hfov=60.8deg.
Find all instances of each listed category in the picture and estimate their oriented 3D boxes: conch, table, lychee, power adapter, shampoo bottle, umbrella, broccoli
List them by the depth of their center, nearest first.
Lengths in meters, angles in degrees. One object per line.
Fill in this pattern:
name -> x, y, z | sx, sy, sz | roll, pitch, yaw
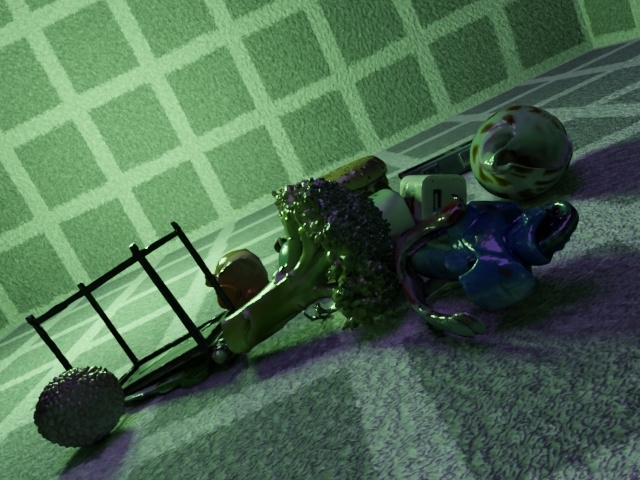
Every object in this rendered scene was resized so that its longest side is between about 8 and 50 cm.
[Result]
lychee -> -0.478, 0.335, 1.106 | 0.165, 0.165, 0.197 | -22, -25, 17
broccoli -> -0.039, 0.038, 1.139 | 0.397, 0.275, 0.353 | -35, 17, 35
umbrella -> -0.208, 0.233, 1.195 | 0.067, 0.062, 0.143 | -5, 9, 4
table -> -0.425, 0.169, 1.268 | 0.335, 0.272, 0.222 | -31, 9, 16
conch -> 0.493, -0.209, 1.311 | 0.368, 0.197, 0.249 | -35, 48, -28
shampoo bottle -> 0.057, 0.007, 1.386 | 0.349, 0.151, 0.222 | -29, 11, -10
power adapter -> 0.274, -0.107, 1.423 | 0.125, 0.130, 0.205 | -4, 6, -15

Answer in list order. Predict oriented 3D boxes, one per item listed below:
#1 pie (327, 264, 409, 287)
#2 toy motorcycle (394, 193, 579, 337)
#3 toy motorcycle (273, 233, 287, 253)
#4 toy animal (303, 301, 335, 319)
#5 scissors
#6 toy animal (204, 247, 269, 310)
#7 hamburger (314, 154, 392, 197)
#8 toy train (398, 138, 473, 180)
pie -> 0.112, 0.078, 1.212 | 0.185, 0.052, 0.218 | -31, 12, -16
toy motorcycle -> 0.260, 0.045, 0.891 | 0.182, 0.241, 0.319 | 13, -4, -20
toy motorcycle -> -0.074, 0.012, 1.783 | 0.130, 0.094, 0.229 | -34, 27, -14
toy animal -> -0.003, 0.152, 1.187 | 0.084, 0.028, 0.050 | -23, 4, 15
scissors -> -0.334, 0.313, 1.191 | 0.204, 0.027, 0.101 | -24, 11, 1
toy animal -> -0.223, 0.106, 1.508 | 0.195, 0.169, 0.281 | 15, -2, -13
hamburger -> 0.081, -0.145, 1.863 | 0.277, 0.195, 0.318 | -32, 12, -33
toy train -> 0.469, -0.271, 1.850 | 0.409, 0.086, 0.089 | -24, 13, 5
